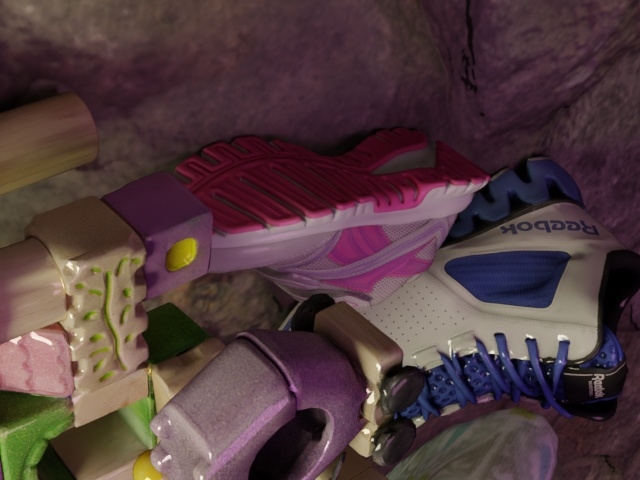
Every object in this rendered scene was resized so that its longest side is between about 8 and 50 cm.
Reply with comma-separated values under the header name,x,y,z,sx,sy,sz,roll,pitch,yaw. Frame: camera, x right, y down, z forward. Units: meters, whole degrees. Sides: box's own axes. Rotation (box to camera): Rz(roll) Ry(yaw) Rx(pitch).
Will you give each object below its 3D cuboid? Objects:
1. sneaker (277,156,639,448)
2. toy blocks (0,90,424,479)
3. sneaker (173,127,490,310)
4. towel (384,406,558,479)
name,x,y,z,sx,sy,sz,roll,pitch,yaw
sneaker,0.121,0.074,0.868,0.315,0.182,0.127,-35,137,-13
toy blocks,-0.160,0.123,0.570,0.260,0.309,0.288,-24,134,-33
sneaker,0.000,0.000,0.767,0.252,0.103,0.111,-6,124,-36
towel,-0.014,0.294,0.803,0.374,0.090,0.320,-48,-178,45
